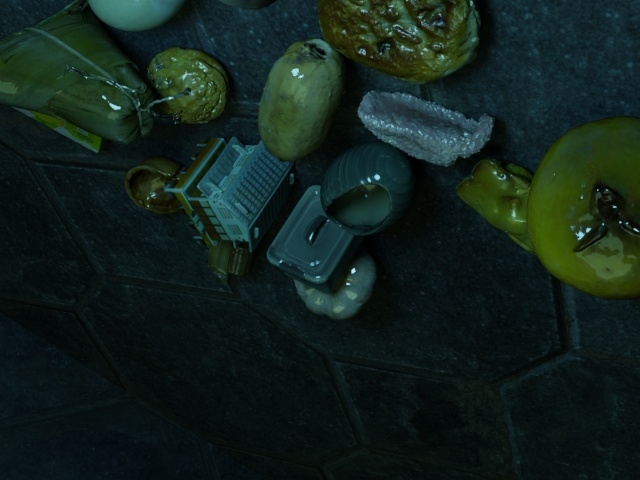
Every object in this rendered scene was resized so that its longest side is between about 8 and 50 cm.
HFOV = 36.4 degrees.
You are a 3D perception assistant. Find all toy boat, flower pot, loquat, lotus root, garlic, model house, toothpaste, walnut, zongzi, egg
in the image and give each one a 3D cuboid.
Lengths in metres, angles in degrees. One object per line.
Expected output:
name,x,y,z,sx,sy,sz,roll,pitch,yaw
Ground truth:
toy boat,-0.215,0.013,2.471,0.115,0.089,0.310,33,145,7
flower pot,0.104,-0.111,2.058,0.189,0.157,0.243,37,142,-16
loquat,0.539,-0.060,1.740,0.328,0.359,0.328,2,95,22
lotus root,-0.040,-0.260,1.948,0.151,0.169,0.342,29,144,8
garlic,0.050,0.087,2.358,0.219,0.218,0.212,8,179,25
model house,-0.193,-0.110,2.201,0.215,0.224,0.198,5,137,33
toothpaste,-0.642,-0.335,2.320,0.327,0.077,0.110,28,147,-2
walnut,-0.386,-0.148,2.381,0.167,0.087,0.211,37,146,-26
zongzi,-0.521,-0.273,1.948,0.447,0.418,0.181,47,150,29
egg,-0.356,-0.488,1.852,0.217,0.183,0.183,-12,130,30

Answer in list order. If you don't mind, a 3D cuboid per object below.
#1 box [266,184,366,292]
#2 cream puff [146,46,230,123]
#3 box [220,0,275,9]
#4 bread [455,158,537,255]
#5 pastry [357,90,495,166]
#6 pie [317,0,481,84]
box,0.000,0.000,2.206,0.162,0.227,0.130,23,158,23
cream puff,-0.284,-0.324,2.063,0.189,0.129,0.189,14,142,11
box,-0.117,-0.552,1.548,0.301,0.301,0.216,35,136,-11
bread,0.397,-0.080,1.974,0.233,0.088,0.161,34,139,-5
pastry,0.205,-0.217,1.911,0.265,0.103,0.112,17,151,16
pie,0.140,-0.402,1.730,0.315,0.092,0.315,18,143,14
